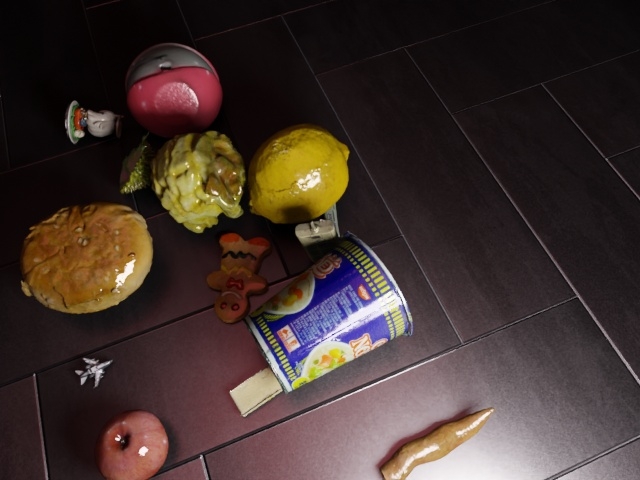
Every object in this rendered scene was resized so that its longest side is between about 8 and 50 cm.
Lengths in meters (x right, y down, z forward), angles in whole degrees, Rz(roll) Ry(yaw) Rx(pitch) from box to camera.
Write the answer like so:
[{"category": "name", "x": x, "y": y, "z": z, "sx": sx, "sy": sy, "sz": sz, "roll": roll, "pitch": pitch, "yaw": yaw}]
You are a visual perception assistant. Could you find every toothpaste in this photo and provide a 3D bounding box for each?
[{"category": "toothpaste", "x": 0.028, "y": -0.071, "z": 1.390, "sx": 0.048, "sy": 0.029, "sz": 0.197, "roll": -9, "pitch": 59, "yaw": 1}]

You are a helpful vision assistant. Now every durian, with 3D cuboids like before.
[{"category": "durian", "x": -0.505, "y": -0.200, "z": 1.404, "sx": 0.095, "sy": 0.220, "sz": 0.137, "roll": 9, "pitch": 68, "yaw": -28}]

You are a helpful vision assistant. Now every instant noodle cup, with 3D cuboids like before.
[{"category": "instant noodle cup", "x": 0.003, "y": 0.176, "z": 1.123, "sx": 0.312, "sy": 0.284, "sz": 0.284, "roll": -31, "pitch": 65, "yaw": -12}]

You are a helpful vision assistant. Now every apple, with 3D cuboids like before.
[{"category": "apple", "x": -0.412, "y": 0.445, "z": 1.074, "sx": 0.153, "sy": 0.120, "sz": 0.153, "roll": -1, "pitch": 61, "yaw": 2}]

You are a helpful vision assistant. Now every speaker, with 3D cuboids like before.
[{"category": "speaker", "x": -0.455, "y": -0.466, "z": 1.535, "sx": 0.294, "sy": 0.294, "sz": 0.294, "roll": -1, "pitch": 62, "yaw": 1}]

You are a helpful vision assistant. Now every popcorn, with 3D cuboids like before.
[{"category": "popcorn", "x": -0.312, "y": -0.163, "z": 1.333, "sx": 0.237, "sy": 0.293, "sz": 0.293, "roll": -28, "pitch": 57, "yaw": 30}]

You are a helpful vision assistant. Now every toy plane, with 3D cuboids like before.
[{"category": "toy plane", "x": -0.546, "y": 0.312, "z": 1.201, "sx": 0.083, "sy": 0.031, "sz": 0.078, "roll": -28, "pitch": 80, "yaw": -10}]

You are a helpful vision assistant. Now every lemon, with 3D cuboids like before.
[{"category": "lemon", "x": -0.065, "y": -0.174, "z": 1.322, "sx": 0.310, "sy": 0.253, "sz": 0.253, "roll": -34, "pitch": 65, "yaw": 1}]

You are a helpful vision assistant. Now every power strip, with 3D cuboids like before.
[{"category": "power strip", "x": 0.000, "y": 0.000, "z": 1.221, "sx": 0.092, "sy": 0.268, "sz": 0.034, "roll": -9, "pitch": 70, "yaw": 6}]

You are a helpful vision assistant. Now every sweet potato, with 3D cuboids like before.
[{"category": "sweet potato", "x": 0.257, "y": 0.443, "z": 1.087, "sx": 0.281, "sy": 0.067, "sz": 0.059, "roll": -26, "pitch": 31, "yaw": -12}]

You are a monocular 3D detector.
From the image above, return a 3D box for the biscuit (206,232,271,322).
[{"category": "biscuit", "x": -0.216, "y": 0.094, "z": 1.305, "sx": 0.165, "sy": 0.036, "sz": 0.250, "roll": 7, "pitch": 62, "yaw": 7}]

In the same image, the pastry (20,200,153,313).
[{"category": "pastry", "x": -0.578, "y": 0.046, "z": 1.257, "sx": 0.315, "sy": 0.184, "sz": 0.284, "roll": -19, "pitch": 74, "yaw": -9}]

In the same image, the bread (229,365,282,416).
[{"category": "bread", "x": -0.136, "y": 0.345, "z": 1.172, "sx": 0.153, "sy": 0.028, "sz": 0.068, "roll": -32, "pitch": 65, "yaw": -14}]

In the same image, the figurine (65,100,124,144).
[{"category": "figurine", "x": -0.687, "y": -0.355, "z": 1.527, "sx": 0.153, "sy": 0.132, "sz": 0.132, "roll": 4, "pitch": 61, "yaw": -10}]
